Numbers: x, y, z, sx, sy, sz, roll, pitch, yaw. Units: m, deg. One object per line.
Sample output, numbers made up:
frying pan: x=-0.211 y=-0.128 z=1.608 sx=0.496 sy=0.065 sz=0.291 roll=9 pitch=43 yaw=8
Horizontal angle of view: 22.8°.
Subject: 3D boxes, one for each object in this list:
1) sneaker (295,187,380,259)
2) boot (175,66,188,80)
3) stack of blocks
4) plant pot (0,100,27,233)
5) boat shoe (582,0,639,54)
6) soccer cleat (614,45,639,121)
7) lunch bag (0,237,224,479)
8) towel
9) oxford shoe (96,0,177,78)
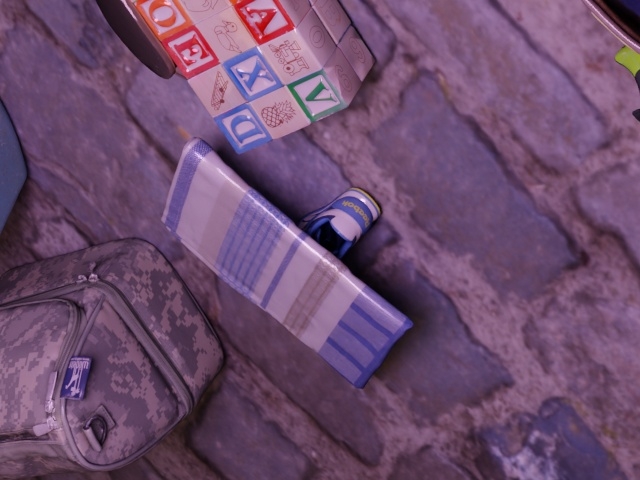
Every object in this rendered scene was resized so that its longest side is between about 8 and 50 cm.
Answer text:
sneaker: x=0.000 y=0.000 z=1.589 sx=0.053 sy=0.059 sz=0.144 roll=40 pitch=139 yaw=-6
boot: x=-0.135 y=-0.213 z=1.505 sx=0.118 sy=0.042 sz=0.087 roll=41 pitch=131 yaw=-14
stack of blocks: x=-0.074 y=-0.240 z=1.387 sx=0.171 sy=0.087 sz=0.297 roll=-21 pitch=114 yaw=33
plant pot: x=-0.467 y=-0.071 z=1.704 sx=0.248 sy=0.247 sz=0.252 roll=-19 pitch=132 yaw=42
boat shoe: x=0.190 y=-0.272 z=1.198 sx=0.324 sy=0.097 sz=0.116 roll=48 pitch=136 yaw=-12
soccer cleat: x=0.305 y=-0.093 z=1.317 sx=0.072 sy=0.060 sz=0.179 roll=-9 pitch=115 yaw=49
lunch bag: x=-0.294 y=0.158 z=1.773 sx=0.305 sy=0.256 sz=0.212 roll=-12 pitch=120 yaw=39
towel: x=-0.039 y=0.024 z=1.595 sx=0.285 sy=0.034 sz=0.209 roll=40 pitch=156 yaw=6
oxford shoe: x=-0.176 y=-0.247 z=1.447 sx=0.212 sy=0.076 sz=0.076 roll=59 pitch=160 yaw=-1
